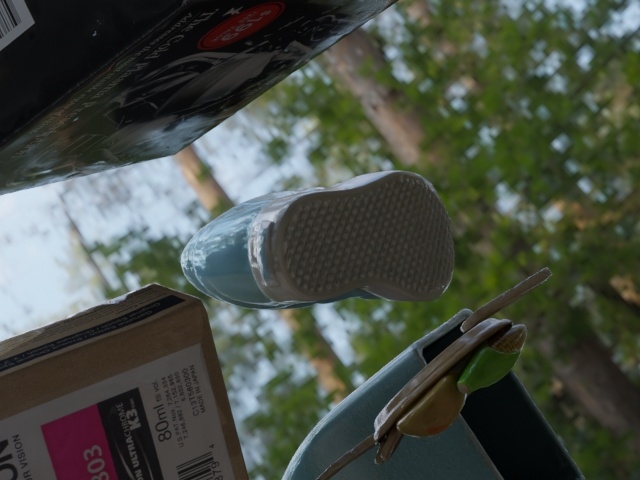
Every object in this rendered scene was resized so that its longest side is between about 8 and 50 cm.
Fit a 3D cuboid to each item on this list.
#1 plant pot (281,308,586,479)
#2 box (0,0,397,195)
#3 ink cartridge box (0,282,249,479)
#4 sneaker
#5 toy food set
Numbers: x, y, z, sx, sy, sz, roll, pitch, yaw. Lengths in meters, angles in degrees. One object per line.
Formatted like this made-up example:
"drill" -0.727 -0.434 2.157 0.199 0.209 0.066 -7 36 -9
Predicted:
"plant pot" 0.105 0.260 2.058 0.252 0.247 0.248 -36 -4 20
"box" -0.141 -0.188 1.412 0.343 0.179 0.312 -31 -7 38
"ink cartridge box" -0.151 0.172 1.282 0.193 0.088 0.235 -22 -72 -26
"sneaker" 0.000 0.000 1.824 0.366 0.150 0.135 3 -95 -58
"toy food set" 0.085 0.102 1.246 0.192 0.038 0.132 -49 -13 34
